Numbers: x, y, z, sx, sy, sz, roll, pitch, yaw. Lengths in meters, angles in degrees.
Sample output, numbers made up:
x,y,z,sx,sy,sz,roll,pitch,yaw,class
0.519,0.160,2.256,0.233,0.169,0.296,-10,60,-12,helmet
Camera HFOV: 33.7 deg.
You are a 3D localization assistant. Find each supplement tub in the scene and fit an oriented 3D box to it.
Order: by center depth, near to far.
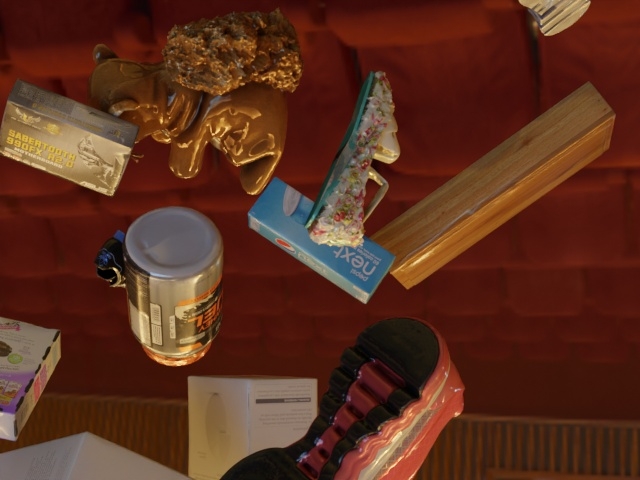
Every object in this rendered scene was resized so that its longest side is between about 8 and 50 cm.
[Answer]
x,y,z,sx,sy,sz,roll,pitch,yaw,class
-0.291,0.100,2.110,0.194,0.316,0.193,3,-131,-3,supplement tub

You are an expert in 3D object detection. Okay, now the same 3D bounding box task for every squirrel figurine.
x,y,z,sx,sy,sz,roll,pitch,yaw,class
-0.243,-0.303,2.007,0.371,0.281,0.397,8,140,-29,squirrel figurine

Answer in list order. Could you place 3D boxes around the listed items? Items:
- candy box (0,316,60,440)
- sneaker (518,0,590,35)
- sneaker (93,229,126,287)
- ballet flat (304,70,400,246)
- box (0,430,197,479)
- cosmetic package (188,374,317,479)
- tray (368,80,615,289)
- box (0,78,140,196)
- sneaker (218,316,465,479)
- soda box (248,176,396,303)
x,y,z,sx,sy,sz,roll,pitch,yaw,class
-0.536,0.216,1.723,0.165,0.070,0.196,13,-140,4,candy box
0.345,-0.478,1.778,0.127,0.182,0.315,-37,159,8,sneaker
-0.423,0.062,2.217,0.081,0.090,0.232,35,160,17,sneaker
0.052,-0.094,1.295,0.077,0.240,0.091,24,161,-7,ballet flat
-0.356,0.415,1.560,0.215,0.168,0.345,31,149,-26,box
-0.115,0.339,1.766,0.138,0.224,0.224,4,173,-32,cosmetic package
0.276,-0.076,1.685,0.411,0.076,0.203,-36,165,4,tray
-0.461,-0.182,1.923,0.231,0.056,0.183,21,147,-12,box
0.022,0.220,0.954,0.116,0.314,0.136,41,175,44,sneaker
0.000,0.000,1.516,0.210,0.071,0.067,34,165,6,soda box
